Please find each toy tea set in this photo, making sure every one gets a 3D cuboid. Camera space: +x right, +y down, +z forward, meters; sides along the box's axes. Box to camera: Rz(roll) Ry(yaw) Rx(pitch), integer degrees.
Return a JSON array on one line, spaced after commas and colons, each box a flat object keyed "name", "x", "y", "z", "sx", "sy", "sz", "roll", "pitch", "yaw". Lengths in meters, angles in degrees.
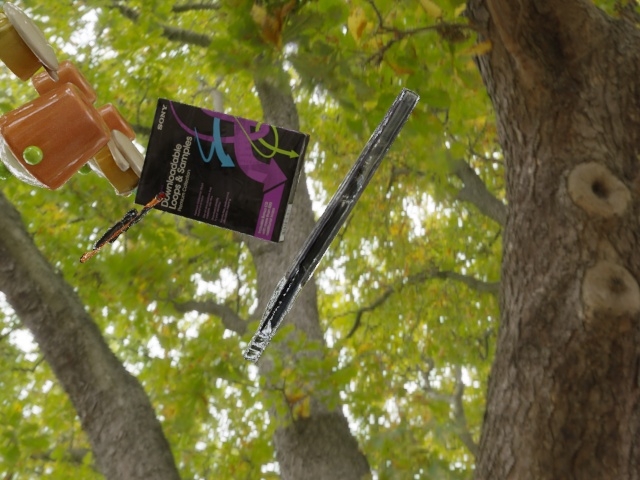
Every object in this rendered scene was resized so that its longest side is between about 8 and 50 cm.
[{"name": "toy tea set", "x": -0.310, "y": -0.122, "z": 0.976, "sx": 0.124, "sy": 0.336, "sz": 0.200, "roll": -35, "pitch": -107, "yaw": -1}]

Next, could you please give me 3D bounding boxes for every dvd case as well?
[{"name": "dvd case", "x": 0.000, "y": 0.000, "z": 0.620, "sx": 0.018, "sy": 0.164, "sz": 0.221, "roll": 32, "pitch": -24, "yaw": 0}]

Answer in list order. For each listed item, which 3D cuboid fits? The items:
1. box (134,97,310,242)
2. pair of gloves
[{"name": "box", "x": -0.103, "y": -0.073, "z": 0.840, "sx": 0.162, "sy": 0.029, "sz": 0.116, "roll": 15, "pitch": -85, "yaw": 10}, {"name": "pair of gloves", "x": -0.181, "y": -0.014, "z": 0.744, "sx": 0.074, "sy": 0.083, "sz": 0.010, "roll": -38, "pitch": -83, "yaw": 22}]
